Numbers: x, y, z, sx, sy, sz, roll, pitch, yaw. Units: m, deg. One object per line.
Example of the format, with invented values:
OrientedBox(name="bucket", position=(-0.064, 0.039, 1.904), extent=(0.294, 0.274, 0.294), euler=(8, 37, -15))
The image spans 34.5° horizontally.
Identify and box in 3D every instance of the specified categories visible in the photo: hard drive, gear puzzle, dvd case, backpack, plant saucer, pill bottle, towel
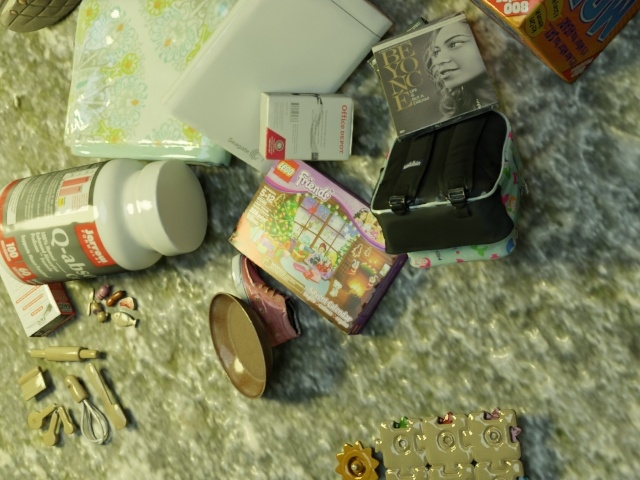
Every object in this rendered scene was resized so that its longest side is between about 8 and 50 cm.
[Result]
OrientedBox(name="hard drive", position=(-0.076, -0.305, 1.765), extent=(0.353, 0.233, 0.047), euler=(-48, 31, 17))
OrientedBox(name="gear puzzle", position=(0.178, 0.374, 1.700), extent=(0.339, 0.044, 0.175), euler=(-11, 83, 27))
OrientedBox(name="dvd case", position=(0.180, -0.267, 1.657), extent=(0.164, 0.018, 0.221), euler=(-19, 51, 9))
OrientedBox(name="backpack", position=(0.210, -0.087, 1.621), extent=(0.225, 0.191, 0.253), euler=(-9, 43, 24))
OrientedBox(name="plant saucer", position=(-0.135, 0.180, 1.813), extent=(0.198, 0.036, 0.199), euler=(37, 136, 46))
OrientedBox(name="pill bottle", position=(-0.408, -0.039, 1.904), extent=(0.363, 0.210, 0.210), euler=(-9, 82, 24))
OrientedBox(name="towel", position=(-0.313, -0.306, 1.948), extent=(0.374, 0.090, 0.320), euler=(6, 90, 25))

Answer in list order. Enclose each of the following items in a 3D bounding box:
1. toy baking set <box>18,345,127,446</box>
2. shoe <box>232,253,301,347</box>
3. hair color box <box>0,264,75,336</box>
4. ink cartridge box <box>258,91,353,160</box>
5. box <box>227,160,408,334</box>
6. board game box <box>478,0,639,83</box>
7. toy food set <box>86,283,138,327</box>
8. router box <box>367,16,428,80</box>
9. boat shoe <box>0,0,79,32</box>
OrientedBox(name="toy baking set", position=(-0.482, 0.301, 2.017), extent=(0.256, 0.030, 0.197), euler=(-7, 86, 25))
OrientedBox(name="shoe", position=(-0.094, 0.100, 1.833), extent=(0.081, 0.063, 0.178), euler=(-21, 83, 21))
OrientedBox(name="hair color box", position=(-0.568, 0.099, 2.055), extent=(0.093, 0.053, 0.167), euler=(-34, 72, 18))
OrientedBox(name="ink cartridge box", position=(-0.025, -0.196, 1.767), extent=(0.150, 0.063, 0.109), euler=(-1, 105, -15))
OrientedBox(name="box", position=(0.000, 0.000, 1.796), extent=(0.293, 0.057, 0.201), euler=(36, 100, 23))
OrientedBox(name="board game box", position=(0.326, -0.510, 1.518), extent=(0.356, 0.356, 0.356), euler=(46, 105, 21))
OrientedBox(name="toy food set", position=(-0.406, 0.124, 1.996), extent=(0.122, 0.019, 0.078), euler=(5, 88, 25))
OrientedBox(name="router box", position=(0.155, -0.306, 1.758), extent=(0.122, 0.038, 0.092), euler=(-39, 71, 17))
OrientedBox(name="boat shoe", position=(-0.522, -0.570, 2.057), extent=(0.355, 0.132, 0.130), euler=(-47, 59, 6))
